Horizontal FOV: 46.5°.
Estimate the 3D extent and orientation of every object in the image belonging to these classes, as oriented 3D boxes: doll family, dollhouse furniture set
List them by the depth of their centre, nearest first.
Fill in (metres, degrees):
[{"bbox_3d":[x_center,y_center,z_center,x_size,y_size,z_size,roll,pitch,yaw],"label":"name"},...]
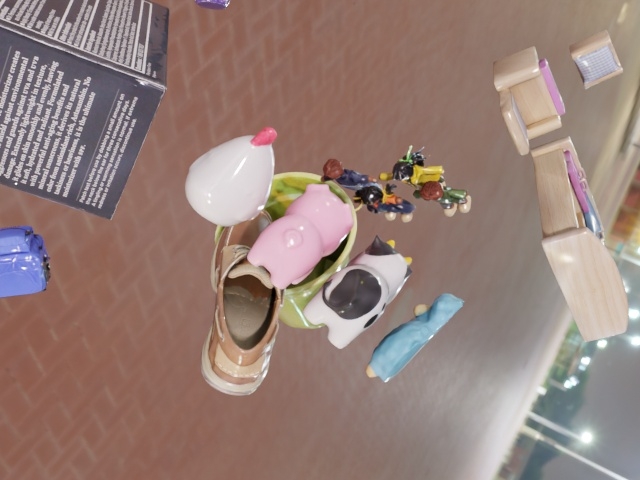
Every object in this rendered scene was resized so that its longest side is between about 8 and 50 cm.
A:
[{"bbox_3d":[0.370,-0.083,0.751,0.286,0.303,0.198,58,25,-27],"label":"dollhouse furniture set"},{"bbox_3d":[0.086,-0.066,0.905,0.111,0.193,0.076,14,70,-57],"label":"doll family"}]

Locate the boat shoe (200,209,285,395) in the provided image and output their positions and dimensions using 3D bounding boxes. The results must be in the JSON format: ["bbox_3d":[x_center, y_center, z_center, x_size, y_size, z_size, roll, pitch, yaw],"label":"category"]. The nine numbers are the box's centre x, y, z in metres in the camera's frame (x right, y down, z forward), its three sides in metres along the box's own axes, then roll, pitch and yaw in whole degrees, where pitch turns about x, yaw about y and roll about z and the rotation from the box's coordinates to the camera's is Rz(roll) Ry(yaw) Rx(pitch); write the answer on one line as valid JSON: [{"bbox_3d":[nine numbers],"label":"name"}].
[{"bbox_3d":[-0.101,0.066,1.105,0.116,0.123,0.324,115,-21,-47],"label":"boat shoe"}]

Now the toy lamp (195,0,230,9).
[{"bbox_3d":[-0.144,-0.474,1.069,0.080,0.080,0.274,3,94,-68],"label":"toy lamp"}]

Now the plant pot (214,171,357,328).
[{"bbox_3d":[-0.044,0.048,1.508,0.276,0.276,0.254,-56,152,-23],"label":"plant pot"}]

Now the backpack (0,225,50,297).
[{"bbox_3d":[-0.468,0.027,1.154,0.120,0.098,0.101,-131,-139,-69],"label":"backpack"}]

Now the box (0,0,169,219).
[{"bbox_3d":[-0.342,-0.206,0.848,0.182,0.294,0.296,-60,-157,25],"label":"box"}]

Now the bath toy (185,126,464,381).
[{"bbox_3d":[0.000,0.000,0.881,0.129,0.348,0.151,-49,177,16],"label":"bath toy"}]
